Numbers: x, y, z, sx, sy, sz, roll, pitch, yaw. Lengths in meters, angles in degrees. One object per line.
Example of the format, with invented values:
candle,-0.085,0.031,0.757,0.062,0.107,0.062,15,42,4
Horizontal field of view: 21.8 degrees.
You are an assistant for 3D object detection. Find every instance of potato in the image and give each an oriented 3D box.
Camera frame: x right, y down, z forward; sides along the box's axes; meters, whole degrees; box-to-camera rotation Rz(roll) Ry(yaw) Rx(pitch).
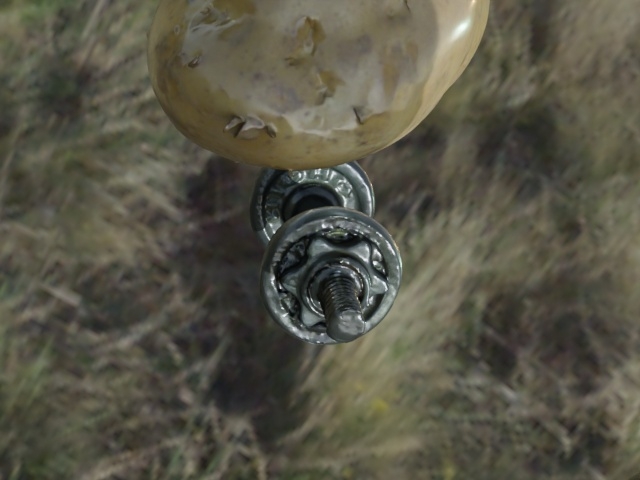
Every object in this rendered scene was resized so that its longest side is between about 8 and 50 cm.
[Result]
potato,0.010,-0.116,0.841,0.235,0.128,0.161,-25,31,-37

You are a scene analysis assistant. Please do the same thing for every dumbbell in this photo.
dumbbell,0.000,0.000,0.963,0.081,0.081,0.254,24,16,-14

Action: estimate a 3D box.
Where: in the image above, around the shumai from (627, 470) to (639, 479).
shumai,0.229,0.168,0.987,0.166,0.175,0.206,-8,10,-44
